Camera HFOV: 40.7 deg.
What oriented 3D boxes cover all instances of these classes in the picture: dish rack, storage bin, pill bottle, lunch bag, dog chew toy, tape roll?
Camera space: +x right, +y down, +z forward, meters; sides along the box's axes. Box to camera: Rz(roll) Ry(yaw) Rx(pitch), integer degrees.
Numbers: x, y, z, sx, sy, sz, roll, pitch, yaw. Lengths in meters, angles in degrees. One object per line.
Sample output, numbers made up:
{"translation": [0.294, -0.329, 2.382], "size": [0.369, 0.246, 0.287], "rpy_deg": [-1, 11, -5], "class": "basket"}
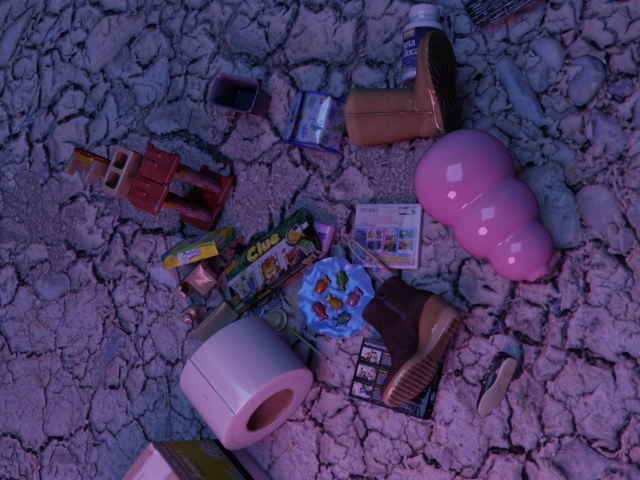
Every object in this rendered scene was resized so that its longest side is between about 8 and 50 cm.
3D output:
{"translation": [0.371, -0.599, 1.867], "size": [0.208, 0.074, 0.272], "rpy_deg": [-30, 70, 21], "class": "dish rack"}
{"translation": [-0.190, -0.341, 2.101], "size": [0.135, 0.091, 0.098], "rpy_deg": [17, 89, 30], "class": "storage bin"}
{"translation": [0.226, -0.426, 1.894], "size": [0.094, 0.094, 0.170], "rpy_deg": [-3, 79, 27], "class": "pill bottle"}
{"translation": [-0.021, -0.279, 2.003], "size": [0.151, 0.096, 0.129], "rpy_deg": [16, 91, 44], "class": "lunch bag"}
{"translation": [0.335, -0.060, 1.714], "size": [0.206, 0.206, 0.332], "rpy_deg": [-40, 72, 16], "class": "dog chew toy"}
{"translation": [-0.159, 0.310, 1.872], "size": [0.169, 0.246, 0.246], "rpy_deg": [45, 102, 26], "class": "tape roll"}

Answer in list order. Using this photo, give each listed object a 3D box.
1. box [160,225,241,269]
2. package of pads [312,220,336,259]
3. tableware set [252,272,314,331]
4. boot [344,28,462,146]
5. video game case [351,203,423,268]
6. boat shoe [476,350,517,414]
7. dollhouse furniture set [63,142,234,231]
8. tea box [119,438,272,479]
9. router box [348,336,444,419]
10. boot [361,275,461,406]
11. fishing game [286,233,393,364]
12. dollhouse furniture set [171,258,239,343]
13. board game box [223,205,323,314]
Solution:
{"translation": [-0.284, 0.015, 2.073], "size": [0.179, 0.105, 0.043], "rpy_deg": [-14, 106, 23], "class": "box"}
{"translation": [0.000, 0.000, 1.967], "size": [0.050, 0.032, 0.083], "rpy_deg": [16, 87, 33], "class": "package of pads"}
{"translation": [-0.091, 0.129, 1.999], "size": [0.168, 0.020, 0.141], "rpy_deg": [-35, 67, 16], "class": "tableware set"}
{"translation": [0.159, -0.316, 1.836], "size": [0.269, 0.089, 0.236], "rpy_deg": [5, 109, 45], "class": "boot"}
{"translation": [0.147, -0.009, 1.899], "size": [0.157, 0.019, 0.143], "rpy_deg": [1, 81, 27], "class": "video game case"}
{"translation": [0.347, 0.285, 1.724], "size": [0.042, 0.048, 0.133], "rpy_deg": [39, 108, 56], "class": "boat shoe"}
{"translation": [-0.429, -0.163, 2.141], "size": [0.374, 0.201, 0.152], "rpy_deg": [23, 92, 36], "class": "dollhouse furniture set"}
{"translation": [-0.298, 0.616, 1.840], "size": [0.220, 0.323, 0.329], "rpy_deg": [43, 100, 28], "class": "tea box"}
{"translation": [0.159, 0.290, 1.818], "size": [0.178, 0.046, 0.133], "rpy_deg": [12, 85, 29], "class": "router box"}
{"translation": [0.157, 0.205, 1.786], "size": [0.207, 0.090, 0.248], "rpy_deg": [27, 75, 46], "class": "boot"}
{"translation": [0.030, 0.124, 1.905], "size": [0.189, 0.041, 0.264], "rpy_deg": [42, 102, 21], "class": "fishing game"}
{"translation": [-0.271, 0.138, 2.088], "size": [0.151, 0.123, 0.144], "rpy_deg": [44, 104, -8], "class": "dollhouse furniture set"}
{"translation": [-0.113, 0.047, 1.992], "size": [0.259, 0.030, 0.136], "rpy_deg": [-38, 47, 21], "class": "board game box"}
